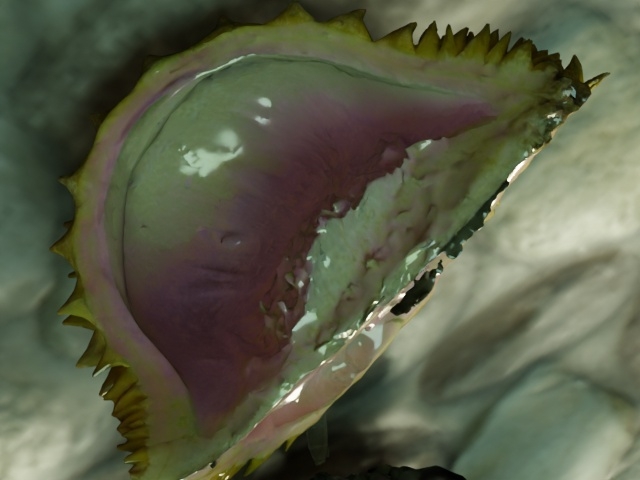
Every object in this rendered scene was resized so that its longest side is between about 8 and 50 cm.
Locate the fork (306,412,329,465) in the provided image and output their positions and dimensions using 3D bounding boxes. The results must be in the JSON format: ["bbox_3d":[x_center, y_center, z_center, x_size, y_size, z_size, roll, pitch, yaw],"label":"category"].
[{"bbox_3d":[-0.003,0.052,0.704,0.016,0.012,0.115,-11,131,-9],"label":"fork"}]

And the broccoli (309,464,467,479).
[{"bbox_3d":[0.079,0.222,0.685,0.165,0.304,0.145,-39,165,-45],"label":"broccoli"}]

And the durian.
[{"bbox_3d":[0.000,0.002,0.589,0.165,0.132,0.182,14,98,-34],"label":"durian"}]
